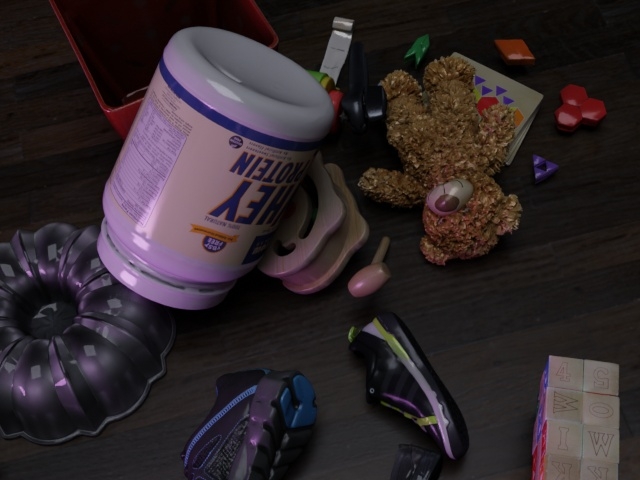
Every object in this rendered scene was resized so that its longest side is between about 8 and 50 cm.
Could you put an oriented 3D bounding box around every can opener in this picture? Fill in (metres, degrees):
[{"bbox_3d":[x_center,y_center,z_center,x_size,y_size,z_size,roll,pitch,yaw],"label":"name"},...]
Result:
[{"bbox_3d":[0.062,-0.235,1.544,0.073,0.059,0.186,-4,46,1],"label":"can opener"}]

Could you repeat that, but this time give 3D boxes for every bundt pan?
[{"bbox_3d":[-0.375,0.109,1.393,0.331,0.124,0.330,-2,59,3],"label":"bundt pan"}]

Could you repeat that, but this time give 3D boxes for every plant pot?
[{"bbox_3d":[-0.227,-0.265,1.542,0.267,0.235,0.267,-24,60,-11],"label":"plant pot"}]

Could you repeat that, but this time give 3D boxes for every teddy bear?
[{"bbox_3d":[0.179,-0.136,1.490,0.245,0.113,0.337,1,64,10],"label":"teddy bear"}]

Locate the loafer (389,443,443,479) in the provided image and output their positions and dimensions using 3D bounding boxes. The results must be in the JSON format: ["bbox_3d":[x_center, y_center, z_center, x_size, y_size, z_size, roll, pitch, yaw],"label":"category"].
[{"bbox_3d":[0.095,0.335,1.269,0.061,0.062,0.170,19,52,24],"label":"loafer"}]

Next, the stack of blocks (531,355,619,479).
[{"bbox_3d":[0.299,0.311,1.201,0.087,0.171,0.297,7,59,7],"label":"stack of blocks"}]

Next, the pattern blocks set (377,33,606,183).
[{"bbox_3d":[0.254,-0.209,1.592,0.325,0.026,0.285,39,74,21],"label":"pattern blocks set"}]

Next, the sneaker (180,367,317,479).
[{"bbox_3d":[-0.118,0.323,1.273,0.140,0.125,0.340,3,58,38],"label":"sneaker"}]

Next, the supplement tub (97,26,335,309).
[{"bbox_3d":[-0.149,-0.093,1.336,0.236,0.324,0.235,23,26,-12],"label":"supplement tub"}]

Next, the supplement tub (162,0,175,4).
[{"bbox_3d":[-0.263,-0.407,1.651,0.106,0.198,0.106,-2,58,3],"label":"supplement tub"}]

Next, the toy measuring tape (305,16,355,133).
[{"bbox_3d":[-0.003,-0.263,1.598,0.122,0.121,0.330,12,61,11],"label":"toy measuring tape"}]

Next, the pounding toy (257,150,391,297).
[{"bbox_3d":[0.000,0.000,1.466,0.154,0.155,0.269,-36,49,15],"label":"pounding toy"}]

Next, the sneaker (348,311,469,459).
[{"bbox_3d":[0.113,0.205,1.344,0.097,0.084,0.234,-35,58,8],"label":"sneaker"}]
